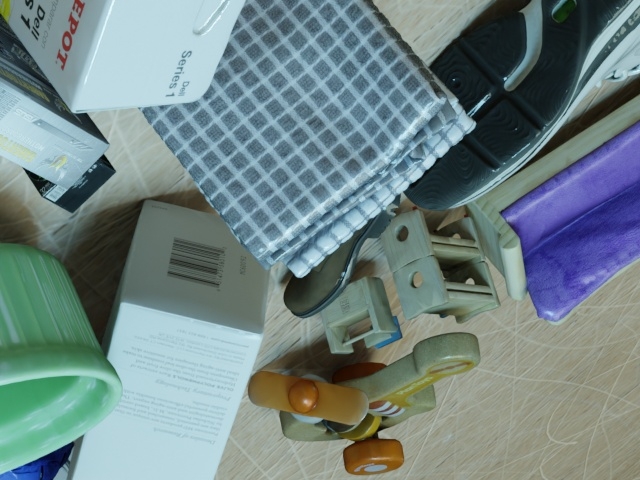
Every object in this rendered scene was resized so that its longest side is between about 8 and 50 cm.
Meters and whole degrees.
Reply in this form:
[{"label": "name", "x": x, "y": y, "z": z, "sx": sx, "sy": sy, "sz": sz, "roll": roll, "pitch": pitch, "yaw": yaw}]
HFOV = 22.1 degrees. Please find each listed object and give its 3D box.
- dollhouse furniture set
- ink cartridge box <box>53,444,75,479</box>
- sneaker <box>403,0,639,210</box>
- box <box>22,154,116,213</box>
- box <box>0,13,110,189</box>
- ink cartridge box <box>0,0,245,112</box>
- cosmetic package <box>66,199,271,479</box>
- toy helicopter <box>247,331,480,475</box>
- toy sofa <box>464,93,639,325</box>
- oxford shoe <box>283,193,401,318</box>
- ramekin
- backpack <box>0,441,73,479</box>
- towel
[{"label": "dollhouse furniture set", "x": 0.104, "y": 0.054, "z": 2.086, "sx": 0.183, "sy": 0.129, "sz": 0.129, "roll": -27, "pitch": 160, "yaw": 33}, {"label": "ink cartridge box", "x": -0.251, "y": 0.302, "z": 2.053, "sx": 0.148, "sy": 0.086, "sz": 0.203, "roll": 9, "pitch": 127, "yaw": -51}, {"label": "sneaker", "x": 0.296, "y": -0.186, "z": 1.883, "sx": 0.447, "sy": 0.169, "sz": 0.257, "roll": -48, "pitch": 147, "yaw": 13}, {"label": "box", "x": -0.244, "y": -0.080, "z": 1.537, "sx": 0.062, "sy": 0.083, "sz": 0.052, "roll": -42, "pitch": 149, "yaw": 8}, {"label": "box", "x": -0.288, "y": -0.150, "z": 1.296, "sx": 0.056, "sy": 0.183, "sz": 0.231, "roll": -43, "pitch": 150, "yaw": 9}, {"label": "ink cartridge box", "x": -0.168, "y": -0.255, "z": 1.182, "sx": 0.117, "sy": 0.278, "sz": 0.201, "roll": -11, "pitch": 140, "yaw": -39}, {"label": "cosmetic package", "x": -0.173, "y": 0.165, "z": 1.769, "sx": 0.155, "sy": 0.197, "sz": 0.365, "roll": 14, "pitch": 126, "yaw": -7}, {"label": "toy helicopter", "x": 0.066, "y": 0.189, "z": 2.110, "sx": 0.235, "sy": 0.140, "sz": 0.355, "roll": 9, "pitch": 152, "yaw": -33}, {"label": "toy sofa", "x": 0.378, "y": -0.067, "z": 2.130, "sx": 0.362, "sy": 0.177, "sz": 0.150, "roll": -33, "pitch": 150, "yaw": -7}, {"label": "oxford shoe", "x": 0.000, "y": 0.000, "z": 1.933, "sx": 0.096, "sy": 0.083, "sz": 0.227, "roll": 9, "pitch": 128, "yaw": -29}, {"label": "ramekin", "x": -0.354, "y": 0.125, "z": 1.567, "sx": 0.303, "sy": 0.148, "sz": 0.303, "roll": -19, "pitch": 161, "yaw": -7}, {"label": "backpack", "x": -0.343, "y": 0.246, "z": 1.867, "sx": 0.120, "sy": 0.101, "sz": 0.098, "roll": -2, "pitch": 142, "yaw": -51}, {"label": "towel", "x": -0.036, "y": -0.138, "z": 1.474, "sx": 0.235, "sy": 0.284, "sz": 0.121, "roll": -39, "pitch": 164, "yaw": 0}]
